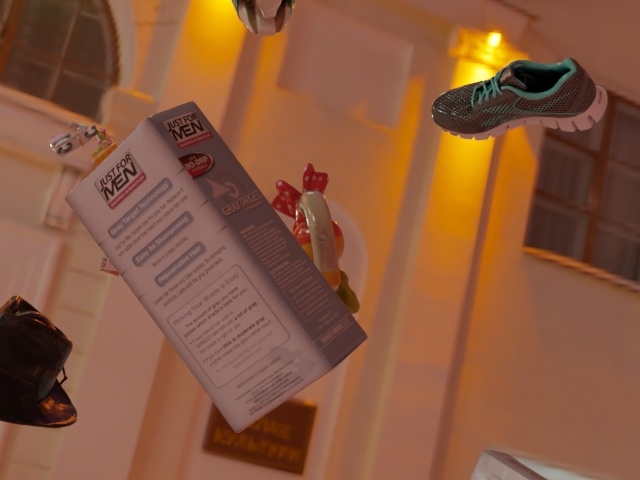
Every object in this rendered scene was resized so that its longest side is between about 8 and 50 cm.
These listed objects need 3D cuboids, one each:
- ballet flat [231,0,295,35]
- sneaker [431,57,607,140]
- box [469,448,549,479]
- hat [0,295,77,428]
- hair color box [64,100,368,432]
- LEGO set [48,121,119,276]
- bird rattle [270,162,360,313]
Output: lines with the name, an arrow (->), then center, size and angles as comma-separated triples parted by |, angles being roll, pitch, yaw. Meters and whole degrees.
ballet flat -> -0.069, -0.290, 1.319 | 0.083, 0.087, 0.247 | -1, -16, -2
sneaker -> 0.177, -0.139, 1.045 | 0.167, 0.064, 0.076 | -5, -29, 26
box -> 0.212, 0.426, 1.246 | 0.059, 0.321, 0.232 | 17, 5, -39
hat -> -0.501, 0.173, 1.864 | 0.331, 0.134, 0.331 | 40, 6, -5
hair color box -> -0.133, 0.033, 1.417 | 0.185, 0.374, 0.114 | -38, -2, 32
LEGO set -> -0.360, -0.086, 1.928 | 0.132, 0.107, 0.287 | -22, -55, -11
bird rattle -> 0.000, 0.000, 1.734 | 0.143, 0.253, 0.207 | 1, -8, -9
